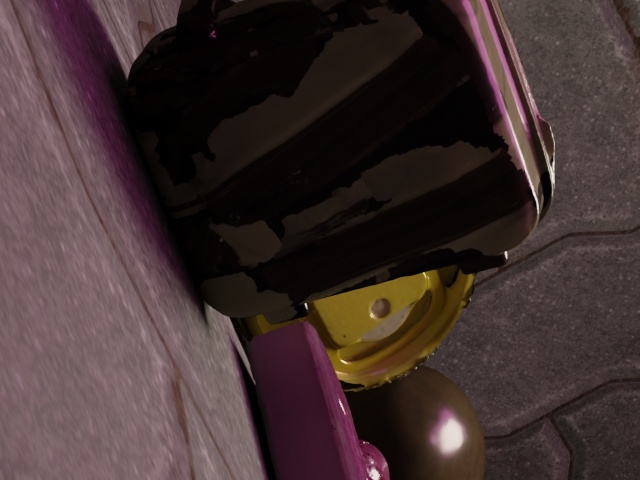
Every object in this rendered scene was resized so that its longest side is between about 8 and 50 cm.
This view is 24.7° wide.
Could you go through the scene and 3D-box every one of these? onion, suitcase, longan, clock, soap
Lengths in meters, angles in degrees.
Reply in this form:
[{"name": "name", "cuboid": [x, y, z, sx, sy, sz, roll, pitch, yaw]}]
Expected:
[{"name": "onion", "cuboid": [0.029, 0.276, 1.623, 0.104, 0.115, 0.115, 25, 0, 7]}, {"name": "suitcase", "cuboid": [0.010, -0.125, 1.294, 0.194, 0.352, 0.339, -65, 136, -64]}, {"name": "longan", "cuboid": [0.101, 0.267, 1.808, 0.248, 0.248, 0.248, -20, 90, -88]}, {"name": "clock", "cuboid": [0.030, 0.019, 1.552, 0.071, 0.277, 0.293, 41, -24, 61]}, {"name": "soap", "cuboid": [0.004, 0.230, 1.421, 0.259, 0.081, 0.181, -108, 177, -47]}]
